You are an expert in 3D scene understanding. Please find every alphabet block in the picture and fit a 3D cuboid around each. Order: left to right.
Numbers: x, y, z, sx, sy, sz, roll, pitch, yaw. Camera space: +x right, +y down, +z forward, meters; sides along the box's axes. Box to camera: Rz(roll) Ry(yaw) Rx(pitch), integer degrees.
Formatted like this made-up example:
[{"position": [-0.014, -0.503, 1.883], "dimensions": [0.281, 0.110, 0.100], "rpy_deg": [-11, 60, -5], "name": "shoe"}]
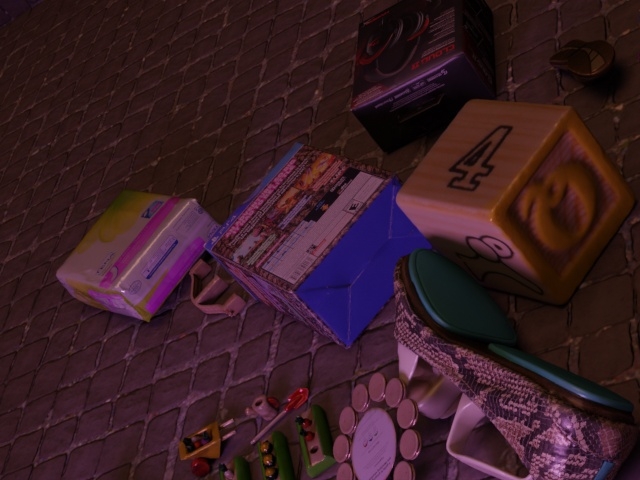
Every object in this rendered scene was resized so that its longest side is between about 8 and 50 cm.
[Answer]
[{"position": [0.255, -0.054, 1.707], "dimensions": [0.197, 0.192, 0.193], "rpy_deg": [15, 64, 54], "name": "alphabet block"}]

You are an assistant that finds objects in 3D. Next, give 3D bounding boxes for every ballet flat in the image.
[{"position": [0.190, 0.171, 1.562], "dimensions": [0.182, 0.164, 0.483], "rpy_deg": [-66, 30, 12], "name": "ballet flat"}]

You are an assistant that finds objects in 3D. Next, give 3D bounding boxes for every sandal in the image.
[{"position": [0.397, -0.263, 1.947], "dimensions": [0.072, 0.049, 0.180], "rpy_deg": [-37, 16, -1], "name": "sandal"}]

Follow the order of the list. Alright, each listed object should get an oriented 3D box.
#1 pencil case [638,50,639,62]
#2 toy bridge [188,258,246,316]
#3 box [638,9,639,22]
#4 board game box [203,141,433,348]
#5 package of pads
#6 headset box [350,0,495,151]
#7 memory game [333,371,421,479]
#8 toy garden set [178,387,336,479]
[{"position": [0.511, -0.297, 1.837], "dimensions": [0.070, 0.064, 0.152], "rpy_deg": [30, 73, 32], "name": "pencil case"}, {"position": [-0.184, 0.089, 2.180], "dimensions": [0.063, 0.026, 0.188], "rpy_deg": [-47, 31, -3], "name": "toy bridge"}, {"position": [0.536, -0.360, 1.925], "dimensions": [0.136, 0.028, 0.081], "rpy_deg": [-46, 31, -2], "name": "box"}, {"position": [0.000, 0.000, 1.971], "dimensions": [0.232, 0.141, 0.291], "rpy_deg": [-49, 31, -11], "name": "board game box"}, {"position": [-0.336, 0.026, 2.352], "dimensions": [0.229, 0.101, 0.296], "rpy_deg": [-53, 29, -17], "name": "package of pads"}, {"position": [0.172, -0.293, 2.169], "dimensions": [0.218, 0.110, 0.293], "rpy_deg": [-25, 35, 26], "name": "headset box"}, {"position": [0.070, 0.256, 1.618], "dimensions": [0.186, 0.012, 0.186], "rpy_deg": [-28, 56, 53], "name": "memory game"}, {"position": [-0.104, 0.293, 1.817], "dimensions": [0.244, 0.049, 0.204], "rpy_deg": [-35, 32, 12], "name": "toy garden set"}]
